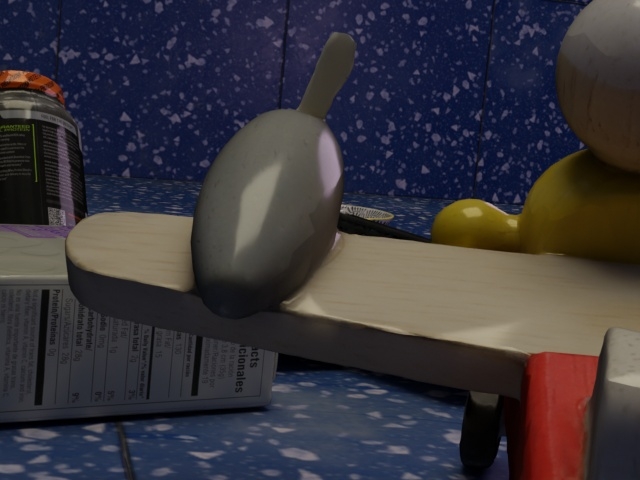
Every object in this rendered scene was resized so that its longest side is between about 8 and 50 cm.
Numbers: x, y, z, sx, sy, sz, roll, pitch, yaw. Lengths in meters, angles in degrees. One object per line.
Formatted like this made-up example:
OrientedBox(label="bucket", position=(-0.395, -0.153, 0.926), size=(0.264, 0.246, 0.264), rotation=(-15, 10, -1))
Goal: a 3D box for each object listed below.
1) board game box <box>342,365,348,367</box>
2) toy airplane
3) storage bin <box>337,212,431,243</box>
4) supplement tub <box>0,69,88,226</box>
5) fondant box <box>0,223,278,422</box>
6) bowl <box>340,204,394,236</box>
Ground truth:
OrientedBox(label="board game box", position=(-0.083, 0.043, 0.957), size=(0.124, 0.039, 0.259), rotation=(29, -5, -31))
OrientedBox(label="toy airplane", position=(0.127, 0.022, 0.483), size=(0.386, 0.272, 0.384), rotation=(1, 9, -31))
OrientedBox(label="storage bin", position=(0.094, 0.045, 0.888), size=(0.122, 0.084, 0.180), rotation=(18, 2, -45))
OrientedBox(label="supplement tub", position=(-0.262, -0.043, 0.975), size=(0.117, 0.190, 0.117), rotation=(-8, -23, -3))
OrientedBox(label="fondant box", position=(-0.226, 0.046, 0.754), size=(0.330, 0.096, 0.238), rotation=(2, 7, -31))
OrientedBox(label="bowl", position=(0.000, 0.000, 1.358), size=(0.170, 0.080, 0.170), rotation=(6, 7, -1))
